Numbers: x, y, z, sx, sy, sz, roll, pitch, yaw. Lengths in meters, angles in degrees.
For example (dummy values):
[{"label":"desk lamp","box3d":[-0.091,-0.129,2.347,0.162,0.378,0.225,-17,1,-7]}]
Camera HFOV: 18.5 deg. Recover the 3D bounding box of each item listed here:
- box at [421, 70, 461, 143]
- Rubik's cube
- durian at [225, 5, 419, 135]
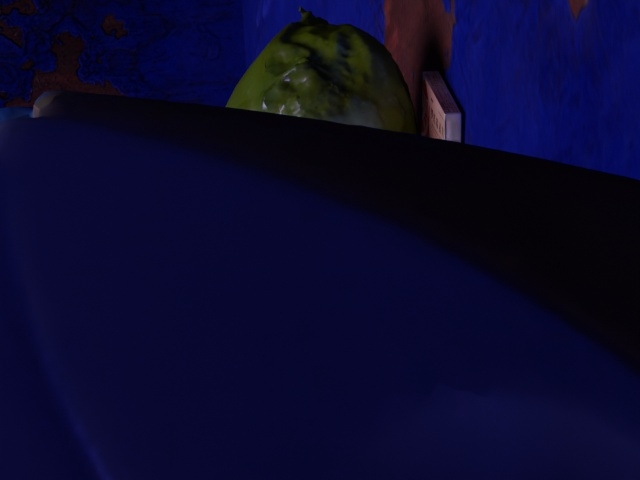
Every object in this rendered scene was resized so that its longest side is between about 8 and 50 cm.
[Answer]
[{"label":"box","box3d":[0.089,-0.083,1.444,0.093,0.015,0.058,-108,14,-64]},{"label":"Rubik's cube","box3d":[0.007,0.194,0.626,0.351,0.352,0.347,120,153,-47]},{"label":"durian","box3d":[0.000,0.000,1.530,0.256,0.204,0.339,139,135,-71]}]
